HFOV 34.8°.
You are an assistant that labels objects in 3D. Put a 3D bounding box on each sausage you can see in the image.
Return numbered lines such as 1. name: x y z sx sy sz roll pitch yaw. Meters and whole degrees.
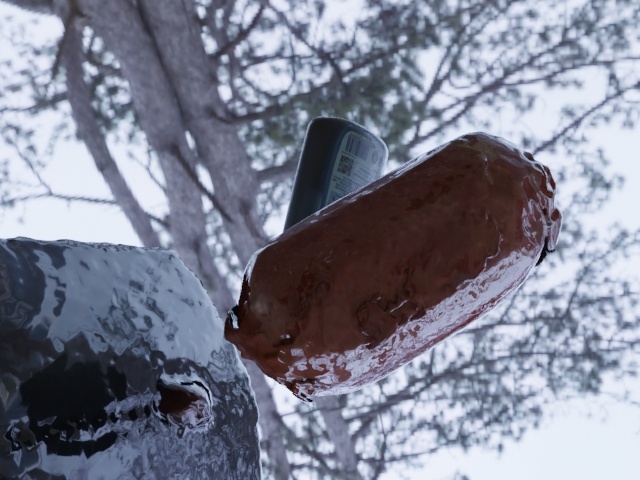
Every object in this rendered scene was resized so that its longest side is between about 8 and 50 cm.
1. sausage: 0.029 0.011 0.398 0.141 0.076 0.076 -29 -136 -15

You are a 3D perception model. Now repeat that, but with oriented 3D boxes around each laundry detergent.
1. laundry detergent: 0.001 0.000 0.891 0.061 0.096 0.206 10 -101 26

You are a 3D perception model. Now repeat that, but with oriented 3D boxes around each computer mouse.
1. computer mouse: -0.117 0.077 0.370 0.087 0.168 0.295 -26 168 40
